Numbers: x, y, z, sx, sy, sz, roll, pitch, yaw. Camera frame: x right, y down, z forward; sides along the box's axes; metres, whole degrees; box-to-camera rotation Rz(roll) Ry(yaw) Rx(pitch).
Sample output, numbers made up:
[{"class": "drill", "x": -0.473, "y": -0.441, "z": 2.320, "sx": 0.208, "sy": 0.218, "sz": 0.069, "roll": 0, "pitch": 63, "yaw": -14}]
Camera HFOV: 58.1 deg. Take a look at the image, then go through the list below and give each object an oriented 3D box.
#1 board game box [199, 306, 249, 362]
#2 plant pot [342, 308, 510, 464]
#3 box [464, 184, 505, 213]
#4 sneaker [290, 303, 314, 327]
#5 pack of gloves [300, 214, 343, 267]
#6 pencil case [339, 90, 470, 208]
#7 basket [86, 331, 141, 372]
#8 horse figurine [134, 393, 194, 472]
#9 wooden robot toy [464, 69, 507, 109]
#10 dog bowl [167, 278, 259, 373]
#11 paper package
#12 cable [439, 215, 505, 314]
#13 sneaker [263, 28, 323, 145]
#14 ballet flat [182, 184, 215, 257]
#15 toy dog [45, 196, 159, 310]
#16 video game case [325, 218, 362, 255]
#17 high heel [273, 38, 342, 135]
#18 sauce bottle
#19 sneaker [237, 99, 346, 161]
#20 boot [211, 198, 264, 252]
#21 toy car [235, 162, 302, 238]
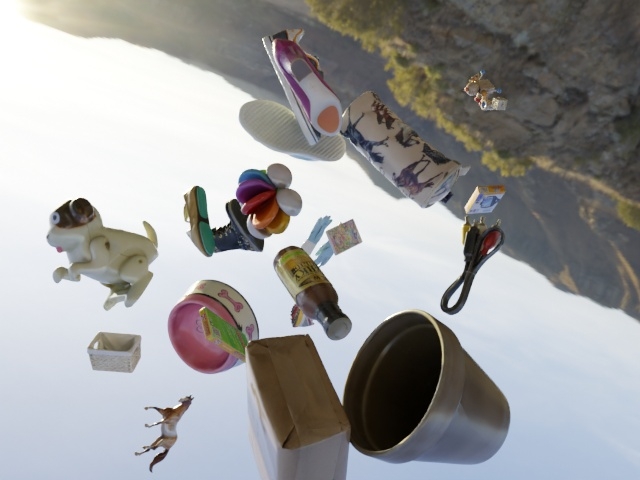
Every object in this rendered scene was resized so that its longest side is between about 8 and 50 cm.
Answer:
[{"class": "board game box", "x": -0.325, "y": 0.339, "z": 2.023, "sx": 0.259, "sy": 0.039, "sz": 0.124, "roll": 44, "pitch": -165, "yaw": -45}, {"class": "plant pot", "x": 0.251, "y": 0.353, "z": 1.267, "sx": 0.280, "sy": 0.323, "sz": 0.323, "roll": 30, "pitch": -170, "yaw": -25}, {"class": "box", "x": 0.485, "y": -0.117, "z": 1.713, "sx": 0.081, "sy": 0.136, "sz": 0.028, "roll": -5, "pitch": -118, "yaw": -8}, {"class": "sneaker", "x": -0.031, "y": 0.206, "z": 1.984, "sx": 0.093, "sy": 0.225, "sz": 0.088, "roll": 7, "pitch": -144, "yaw": -23}, {"class": "pack of gloves", "x": 0.000, "y": 0.000, "z": 2.472, "sx": 0.195, "sy": 0.232, "sz": 0.046, "roll": 31, "pitch": -175, "yaw": -45}, {"class": "pencil case", "x": 0.231, "y": -0.273, "z": 1.696, "sx": 0.183, "sy": 0.160, "sz": 0.410, "roll": -31, "pitch": -115, "yaw": -28}, {"class": "basket", "x": -0.752, "y": 0.412, "z": 2.117, "sx": 0.167, "sy": 0.103, "sz": 0.113, "roll": 5, "pitch": -153, "yaw": 2}, {"class": "horse figurine", "x": -0.553, "y": 0.670, "z": 2.025, "sx": 0.066, "sy": 0.263, "sz": 0.174, "roll": 17, "pitch": -172, "yaw": 40}, {"class": "wooden robot toy", "x": 0.428, "y": -0.399, "z": 1.565, "sx": 0.079, "sy": 0.076, "sz": 0.173, "roll": -6, "pitch": -132, "yaw": -19}, {"class": "dog bowl", "x": -0.468, "y": 0.379, "z": 2.429, "sx": 0.408, "sy": 0.408, "sz": 0.150, "roll": 27, "pitch": -152, "yaw": 17}, {"class": "paper package", "x": -0.062, "y": 0.438, "z": 1.330, "sx": 0.168, "sy": 0.325, "sz": 0.309, "roll": -8, "pitch": -144, "yaw": -17}, {"class": "cable", "x": 0.410, "y": 0.067, "z": 1.523, "sx": 0.139, "sy": 0.287, "sz": 0.072, "roll": 8, "pitch": 170, "yaw": 43}, {"class": "sneaker", "x": -0.043, "y": -0.433, "z": 1.605, "sx": 0.127, "sy": 0.321, "sz": 0.126, "roll": -22, "pitch": -170, "yaw": 1}, {"class": "ballet flat", "x": -0.356, "y": -0.048, "z": 1.669, "sx": 0.080, "sy": 0.073, "sz": 0.232, "roll": 36, "pitch": -142, "yaw": -58}, {"class": "toy dog", "x": -0.817, "y": 0.016, "z": 2.140, "sx": 0.408, "sy": 0.395, "sz": 0.284, "roll": 44, "pitch": 154, "yaw": -28}, {"class": "video game case", "x": 0.078, "y": -0.012, "z": 1.886, "sx": 0.122, "sy": 0.087, "sz": 0.011, "roll": -26, "pitch": -175, "yaw": -35}, {"class": "high heel", "x": -0.029, "y": -0.336, "z": 1.275, "sx": 0.244, "sy": 0.082, "sz": 0.117, "roll": 44, "pitch": -170, "yaw": -48}, {"class": "sauce bottle", "x": -0.020, "y": 0.135, "z": 1.519, "sx": 0.111, "sy": 0.111, "sz": 0.344, "roll": 14, "pitch": -160, "yaw": -34}, {"class": "sneaker", "x": -0.107, "y": -0.313, "z": 1.752, "sx": 0.366, "sy": 0.135, "sz": 0.150, "roll": 20, "pitch": 170, "yaw": -33}, {"class": "boot", "x": -0.295, "y": -0.034, "z": 1.811, "sx": 0.179, "sy": 0.085, "sz": 0.236, "roll": -5, "pitch": 143, "yaw": 18}, {"class": "toy car", "x": -0.144, "y": -0.102, "z": 1.405, "sx": 0.136, "sy": 0.159, "sz": 0.182, "roll": 14, "pitch": -133, "yaw": -49}]
